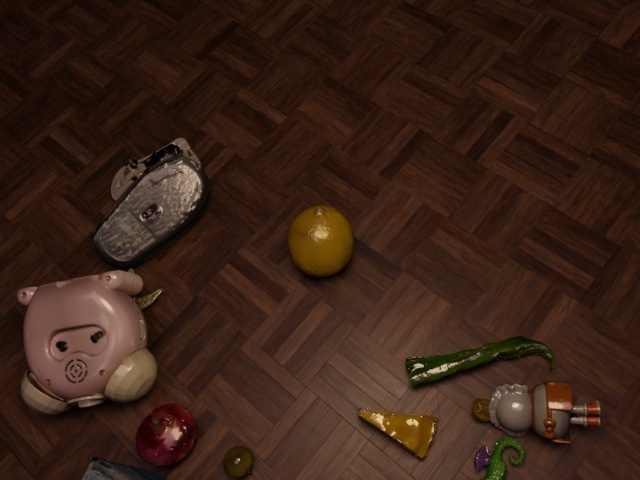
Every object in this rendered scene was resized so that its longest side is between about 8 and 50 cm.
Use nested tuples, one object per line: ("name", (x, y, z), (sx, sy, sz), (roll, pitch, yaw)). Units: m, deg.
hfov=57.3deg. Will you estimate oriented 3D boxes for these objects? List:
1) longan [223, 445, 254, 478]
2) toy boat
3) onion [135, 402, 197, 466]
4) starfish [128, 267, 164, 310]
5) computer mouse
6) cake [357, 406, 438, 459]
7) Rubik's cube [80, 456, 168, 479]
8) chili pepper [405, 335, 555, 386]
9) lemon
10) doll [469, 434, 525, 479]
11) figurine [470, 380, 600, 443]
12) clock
("longan", (-0.189, 0.526, 1.380), (0.083, 0.075, 0.075), (45, 72, -19))
("toy boat", (-0.496, -0.208, 1.736), (0.270, 0.140, 0.140), (-26, 63, -21))
("onion", (-0.374, 0.457, 1.390), (0.150, 0.140, 0.150), (-1, 63, 3))
("starfish", (-0.505, 0.173, 1.589), (0.176, 0.053, 0.208), (-21, 74, 1))
("computer mouse", (-0.471, -0.080, 1.648), (0.374, 0.114, 0.203), (-42, 97, -5))
("cake", (0.188, 0.419, 1.374), (0.185, 0.079, 0.116), (34, 76, 25))
("Rubik's cube", (-0.372, 0.670, 1.191), (0.318, 0.316, 0.313), (23, 69, 18))
("chili pepper", (0.387, 0.290, 1.418), (0.359, 0.076, 0.085), (-9, 39, 3))
("lemon", (0.000, 0.000, 1.535), (0.178, 0.203, 0.178), (-2, 39, 2))
("doll", (0.394, 0.526, 1.311), (0.115, 0.050, 0.190), (21, 67, 20))
("figurine", (0.484, 0.389, 1.321), (0.271, 0.143, 0.143), (-6, 64, 2))
("clock", (-0.589, 0.259, 1.474), (0.342, 0.184, 0.325), (-11, 82, 12))
